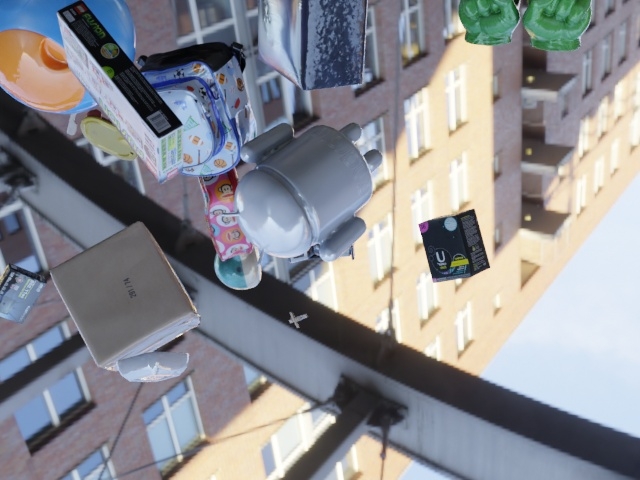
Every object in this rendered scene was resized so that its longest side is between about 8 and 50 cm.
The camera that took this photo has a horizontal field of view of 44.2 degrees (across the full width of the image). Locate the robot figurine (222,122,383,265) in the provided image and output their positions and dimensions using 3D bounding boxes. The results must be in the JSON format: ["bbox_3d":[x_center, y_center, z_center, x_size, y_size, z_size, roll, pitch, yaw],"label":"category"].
[{"bbox_3d":[-0.034,-0.101,1.619,0.353,0.300,0.200,-40,177,-25],"label":"robot figurine"}]

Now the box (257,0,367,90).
[{"bbox_3d":[-0.027,-0.563,1.972,0.182,0.294,0.296,-13,-148,-23],"label":"box"}]

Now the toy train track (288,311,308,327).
[{"bbox_3d":[-0.059,0.215,2.184,0.014,0.048,0.083,-28,-178,-39],"label":"toy train track"}]

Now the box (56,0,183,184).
[{"bbox_3d":[-0.239,-0.176,0.948,0.036,0.114,0.207,-35,-103,-21],"label":"box"}]

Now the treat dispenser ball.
[{"bbox_3d":[-0.495,-0.386,1.494,0.288,0.288,0.288,-6,-151,3],"label":"treat dispenser ball"}]

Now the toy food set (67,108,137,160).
[{"bbox_3d":[-0.590,-0.311,2.195,0.217,0.128,0.071,26,-126,-1],"label":"toy food set"}]

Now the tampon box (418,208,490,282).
[{"bbox_3d":[0.341,0.014,2.011,0.120,0.161,0.101,-14,-177,41],"label":"tampon box"}]

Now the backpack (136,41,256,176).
[{"bbox_3d":[-0.265,-0.265,1.681,0.276,0.263,0.213,0,-137,32],"label":"backpack"}]

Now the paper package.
[{"bbox_3d":[-0.551,0.163,2.242,0.309,0.168,0.325,-30,-104,-10],"label":"paper package"}]

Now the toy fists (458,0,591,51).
[{"bbox_3d":[0.432,-0.488,1.682,0.279,0.142,0.096,10,-144,21],"label":"toy fists"}]

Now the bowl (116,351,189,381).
[{"bbox_3d":[-0.401,0.306,1.894,0.141,0.053,0.142,-19,160,32],"label":"bowl"}]

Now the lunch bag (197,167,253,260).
[{"bbox_3d":[-0.275,-0.116,2.181,0.120,0.293,0.258,-16,-127,-9],"label":"lunch bag"}]

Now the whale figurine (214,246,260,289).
[{"bbox_3d":[-0.269,0.019,2.424,0.141,0.272,0.216,-13,-172,-1],"label":"whale figurine"}]

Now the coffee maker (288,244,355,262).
[{"bbox_3d":[0.000,0.000,2.082,0.178,0.120,0.171,-4,177,4],"label":"coffee maker"}]

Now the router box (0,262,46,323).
[{"bbox_3d":[-0.711,0.125,1.837,0.092,0.122,0.038,28,-171,-36],"label":"router box"}]
